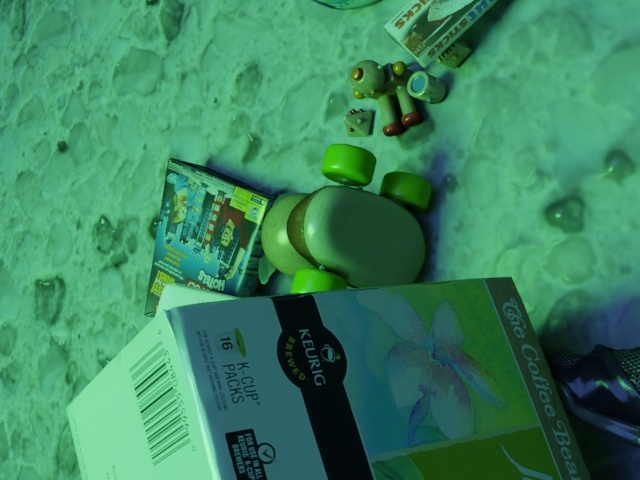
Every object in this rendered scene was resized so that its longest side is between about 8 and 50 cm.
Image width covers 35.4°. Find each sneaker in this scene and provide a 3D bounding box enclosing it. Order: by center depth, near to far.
[{"bbox_3d":[0.264,0.099,0.796,0.228,0.087,0.130,19,91,42],"label":"sneaker"}]

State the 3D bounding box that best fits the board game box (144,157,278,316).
[{"bbox_3d":[-0.134,0.020,1.201,0.194,0.060,0.194,25,99,43],"label":"board game box"}]

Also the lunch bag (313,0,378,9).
[{"bbox_3d":[0.046,-0.329,1.026,0.219,0.176,0.090,-19,69,40],"label":"lunch bag"}]

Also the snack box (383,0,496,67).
[{"bbox_3d":[0.147,-0.251,0.986,0.178,0.022,0.064,-43,52,6],"label":"snack box"}]

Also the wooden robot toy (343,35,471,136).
[{"bbox_3d":[0.068,-0.159,1.036,0.173,0.079,0.076,-28,63,36],"label":"wooden robot toy"}]

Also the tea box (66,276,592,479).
[{"bbox_3d":[0.024,0.223,0.754,0.220,0.324,0.329,-41,60,47],"label":"tea box"}]

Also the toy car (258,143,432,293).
[{"bbox_3d":[0.000,0.000,1.033,0.188,0.149,0.155,-2,69,53],"label":"toy car"}]

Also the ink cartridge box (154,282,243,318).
[{"bbox_3d":[-0.074,0.215,1.044,0.261,0.066,0.296,12,77,10],"label":"ink cartridge box"}]
